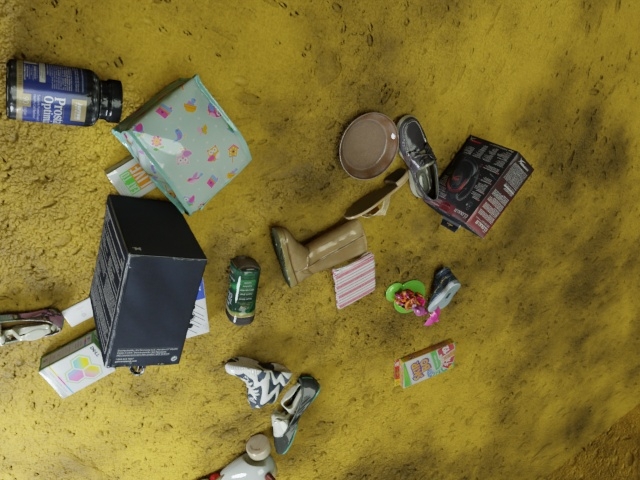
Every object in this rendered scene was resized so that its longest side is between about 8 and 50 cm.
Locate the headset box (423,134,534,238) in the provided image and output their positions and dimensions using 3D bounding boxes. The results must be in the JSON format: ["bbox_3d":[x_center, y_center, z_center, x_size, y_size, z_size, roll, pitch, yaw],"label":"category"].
[{"bbox_3d":[0.478,-0.160,1.763,0.110,0.218,0.293,33,94,-36],"label":"headset box"}]

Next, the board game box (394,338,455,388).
[{"bbox_3d":[0.395,0.468,2.136,0.259,0.039,0.124,-15,119,-19],"label":"board game box"}]

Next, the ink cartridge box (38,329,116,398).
[{"bbox_3d":[-0.608,0.311,1.477,0.209,0.062,0.109,-28,123,-7],"label":"ink cartridge box"}]

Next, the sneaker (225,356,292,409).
[{"bbox_3d":[-0.210,0.454,1.757,0.235,0.094,0.153,19,95,-44],"label":"sneaker"}]

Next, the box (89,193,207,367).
[{"bbox_3d":[-0.414,0.090,1.328,0.183,0.296,0.294,4,117,-31],"label":"box"}]

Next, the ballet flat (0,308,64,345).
[{"bbox_3d":[-0.739,0.218,1.364,0.222,0.079,0.076,-9,118,-25],"label":"ballet flat"}]

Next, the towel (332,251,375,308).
[{"bbox_3d":[0.108,0.128,1.793,0.144,0.029,0.197,-26,141,-15],"label":"towel"}]

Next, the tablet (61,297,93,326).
[{"bbox_3d":[-0.616,0.184,1.460,0.083,0.006,0.054,-28,124,-14],"label":"tablet"}]

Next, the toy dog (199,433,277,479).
[{"bbox_3d":[-0.269,0.800,1.851,0.334,0.161,0.220,-42,126,-5],"label":"toy dog"}]

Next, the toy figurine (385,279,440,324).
[{"bbox_3d":[0.327,0.219,1.899,0.173,0.159,0.130,21,102,-34],"label":"toy figurine"}]

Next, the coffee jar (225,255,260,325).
[{"bbox_3d":[-0.222,0.145,1.601,0.079,0.096,0.184,-1,113,-25],"label":"coffee jar"}]

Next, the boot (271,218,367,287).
[{"bbox_3d":[0.000,0.000,1.660,0.270,0.089,0.236,-26,138,-15],"label":"boot"}]

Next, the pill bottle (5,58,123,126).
[{"bbox_3d":[-0.539,-0.306,1.194,0.219,0.123,0.122,0,113,-28],"label":"pill bottle"}]

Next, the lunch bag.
[{"bbox_3d":[-0.309,-0.216,1.322,0.223,0.160,0.262,-46,123,-18],"label":"lunch bag"}]

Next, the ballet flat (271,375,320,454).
[{"bbox_3d":[-0.106,0.572,1.882,0.096,0.095,0.280,29,87,-26],"label":"ballet flat"}]

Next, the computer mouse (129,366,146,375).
[{"bbox_3d":[-0.480,0.271,1.561,0.071,0.041,0.242,20,111,-17],"label":"computer mouse"}]

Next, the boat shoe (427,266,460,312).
[{"bbox_3d":[0.425,0.175,1.996,0.065,0.083,0.183,0,140,-28],"label":"boat shoe"}]

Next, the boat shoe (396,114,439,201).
[{"bbox_3d":[0.304,-0.243,1.704,0.103,0.092,0.285,-29,124,-14],"label":"boat shoe"}]

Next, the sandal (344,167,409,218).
[{"bbox_3d":[0.187,-0.114,1.705,0.240,0.088,0.079,-41,120,-12],"label":"sandal"}]

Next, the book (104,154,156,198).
[{"bbox_3d":[-0.435,-0.165,1.378,0.144,0.035,0.096,-35,127,-13],"label":"book"}]

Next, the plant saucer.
[{"bbox_3d":[0.135,-0.274,1.632,0.199,0.036,0.198,-12,118,-23],"label":"plant saucer"}]

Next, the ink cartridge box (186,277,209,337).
[{"bbox_3d":[-0.370,0.171,1.563,0.097,0.046,0.207,-13,118,-24],"label":"ink cartridge box"}]
